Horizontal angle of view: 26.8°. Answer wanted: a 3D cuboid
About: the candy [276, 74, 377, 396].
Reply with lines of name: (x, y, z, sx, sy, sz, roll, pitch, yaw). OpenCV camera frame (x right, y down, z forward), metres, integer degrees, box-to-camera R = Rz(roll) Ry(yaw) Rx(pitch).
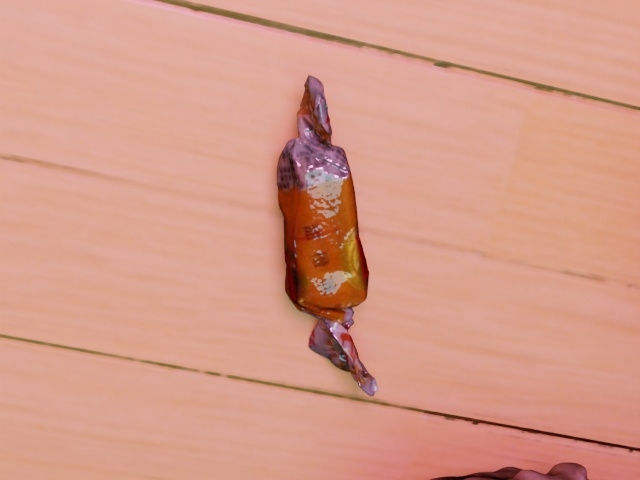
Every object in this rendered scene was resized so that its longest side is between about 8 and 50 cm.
candy: (0.000, 0.000, 0.720, 0.046, 0.053, 0.182, -10, 111, -4)

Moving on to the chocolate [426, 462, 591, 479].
chocolate: (0.151, 0.232, 0.734, 0.340, 0.225, 0.210, 6, 99, -13)
